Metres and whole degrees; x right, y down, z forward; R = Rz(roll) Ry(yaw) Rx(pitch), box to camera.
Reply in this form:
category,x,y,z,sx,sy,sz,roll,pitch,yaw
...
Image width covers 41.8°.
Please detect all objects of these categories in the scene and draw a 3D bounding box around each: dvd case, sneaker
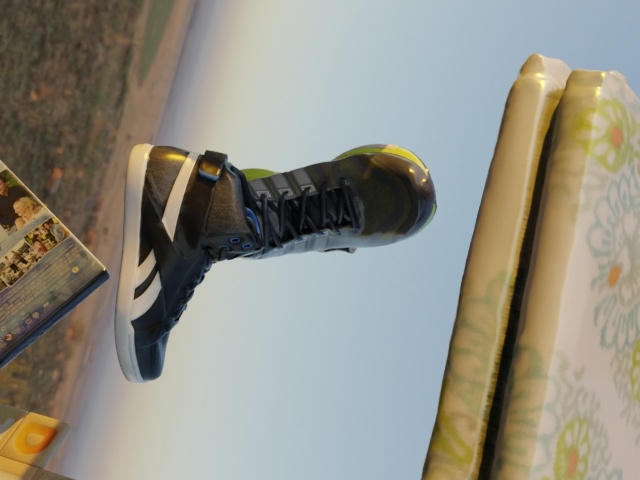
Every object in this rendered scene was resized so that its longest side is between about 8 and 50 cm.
category,x,y,z,sx,sy,sz,roll,pitch,yaw
dvd case,-0.381,0.017,0.938,0.180,0.253,0.022,-42,158,-16
sneaker,-0.023,-0.024,0.857,0.121,0.299,0.111,-32,109,-53
sneaker,-0.111,0.028,0.738,0.079,0.121,0.217,-78,173,-78

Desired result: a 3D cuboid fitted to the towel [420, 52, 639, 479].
category,x,y,z,sx,sy,sz,roll,pitch,yaw
towel,0.184,0.108,0.556,0.090,0.320,0.375,2,-107,42

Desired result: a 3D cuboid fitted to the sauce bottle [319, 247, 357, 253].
category,x,y,z,sx,sy,sz,roll,pitch,yaw
sauce bottle,0.000,0.000,1.352,0.042,0.128,0.042,-22,118,-50

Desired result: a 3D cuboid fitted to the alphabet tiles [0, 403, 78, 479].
category,x,y,z,sx,sy,sz,roll,pitch,yaw
alphabet tiles,-0.424,0.277,0.855,0.011,0.342,0.285,78,30,-42
